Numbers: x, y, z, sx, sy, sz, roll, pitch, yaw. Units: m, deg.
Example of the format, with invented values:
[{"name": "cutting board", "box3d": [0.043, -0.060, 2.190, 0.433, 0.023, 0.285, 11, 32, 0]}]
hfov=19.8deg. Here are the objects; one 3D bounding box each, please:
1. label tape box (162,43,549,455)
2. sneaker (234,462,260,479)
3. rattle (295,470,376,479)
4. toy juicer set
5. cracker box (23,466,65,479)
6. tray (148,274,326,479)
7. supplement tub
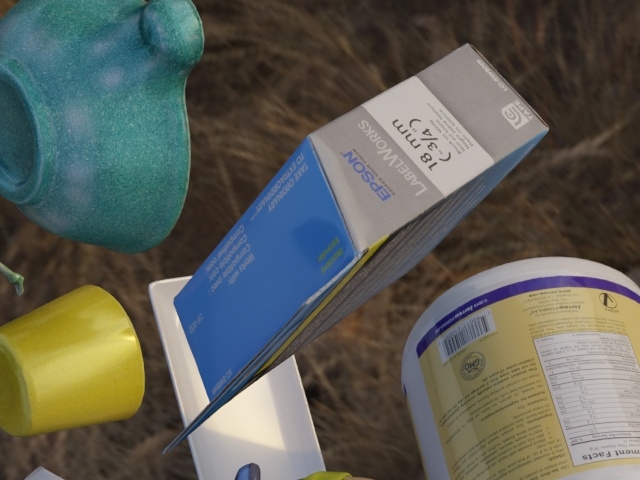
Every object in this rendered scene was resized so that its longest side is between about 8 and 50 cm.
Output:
[{"name": "label tape box", "box3d": [0.000, 0.000, 1.443, 0.106, 0.334, 0.240, 49, 134, 7]}, {"name": "sneaker", "box3d": [-0.088, 0.250, 1.573, 0.059, 0.053, 0.144, 19, 115, -4]}, {"name": "rattle", "box3d": [0.009, 0.225, 0.901, 0.130, 0.143, 0.199, 6, 99, -3]}, {"name": "toy juicer set", "box3d": [-0.127, -0.082, 0.847, 0.209, 0.089, 0.329, 47, 137, 31]}, {"name": "cracker box", "box3d": [-0.156, 0.197, 0.712, 0.232, 0.067, 0.156, -42, 17, -17]}, {"name": "tray", "box3d": [-0.081, 0.163, 1.811, 0.030, 0.145, 0.270, -29, 73, 52]}, {"name": "supplement tub", "box3d": [0.213, 0.205, 1.565, 0.241, 0.241, 0.331, -27, 48, 15]}]
